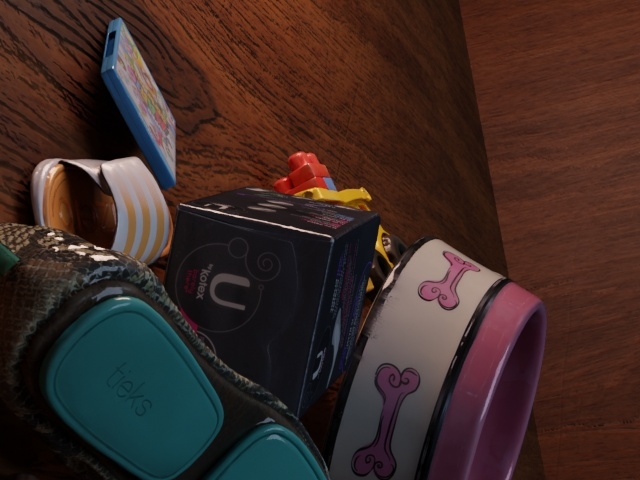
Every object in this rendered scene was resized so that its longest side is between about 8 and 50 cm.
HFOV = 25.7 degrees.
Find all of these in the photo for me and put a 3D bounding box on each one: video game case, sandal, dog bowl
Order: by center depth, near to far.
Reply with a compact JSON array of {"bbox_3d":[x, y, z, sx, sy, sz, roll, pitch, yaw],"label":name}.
[{"bbox_3d":[-0.160,-0.026,1.186,0.265,0.076,0.102,-7,85,-74],"label":"sandal"},{"bbox_3d":[-0.163,-0.127,1.275,0.166,0.015,0.119,-102,168,-65],"label":"video game case"},{"bbox_3d":[0.136,0.208,1.587,0.408,0.150,0.408,17,90,-73],"label":"dog bowl"}]

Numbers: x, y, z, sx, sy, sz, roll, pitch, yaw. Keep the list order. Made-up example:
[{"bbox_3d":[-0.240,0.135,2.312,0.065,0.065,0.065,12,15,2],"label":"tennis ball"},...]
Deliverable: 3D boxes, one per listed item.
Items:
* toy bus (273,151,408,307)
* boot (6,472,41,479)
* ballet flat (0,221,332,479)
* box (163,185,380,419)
[{"bbox_3d":[0.000,0.000,1.628,0.211,0.149,0.220,65,18,4],"label":"toy bus"},{"bbox_3d":[-0.188,0.232,0.965,0.106,0.037,0.114,44,32,-41],"label":"boot"},{"bbox_3d":[-0.119,0.144,1.062,0.182,0.164,0.483,35,-17,42],"label":"ballet flat"},{"bbox_3d":[-0.045,0.048,1.286,0.270,0.143,0.165,-26,127,-79],"label":"box"}]
